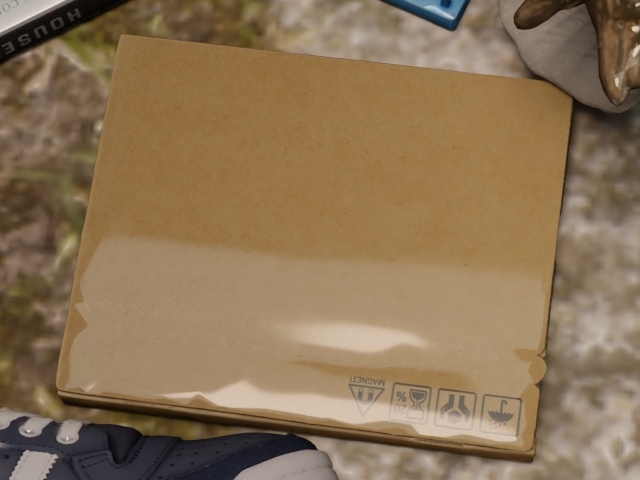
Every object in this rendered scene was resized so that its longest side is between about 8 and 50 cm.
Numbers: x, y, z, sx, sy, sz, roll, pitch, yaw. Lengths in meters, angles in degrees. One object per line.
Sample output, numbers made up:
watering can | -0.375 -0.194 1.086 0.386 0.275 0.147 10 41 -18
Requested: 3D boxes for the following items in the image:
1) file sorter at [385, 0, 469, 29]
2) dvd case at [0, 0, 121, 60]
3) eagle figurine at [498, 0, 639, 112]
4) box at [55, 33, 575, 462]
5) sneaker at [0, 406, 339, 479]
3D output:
file sorter | 0.006 -0.193 0.862 0.170 0.104 0.118 25 75 11
dvd case | -0.206 -0.178 0.909 0.179 0.029 0.239 -27 73 -4
eagle figurine | 0.225 -0.129 0.769 0.298 0.226 0.225 -9 42 -20
box | 0.000 0.000 0.845 0.201 0.021 0.164 7 73 6
sneaker | -0.143 0.083 0.788 0.282 0.099 0.153 -17 74 1
